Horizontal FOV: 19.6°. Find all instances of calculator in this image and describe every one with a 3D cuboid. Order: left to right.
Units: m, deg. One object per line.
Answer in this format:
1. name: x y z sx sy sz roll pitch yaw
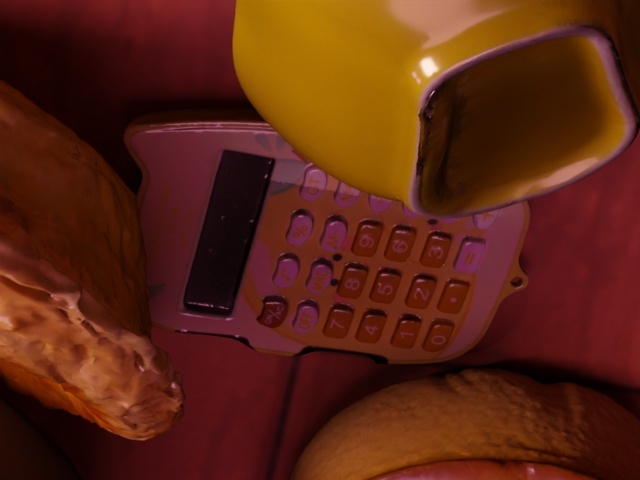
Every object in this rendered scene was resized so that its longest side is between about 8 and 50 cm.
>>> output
1. calculator: 0.000 0.000 1.006 0.236 0.033 0.157 11 125 -10

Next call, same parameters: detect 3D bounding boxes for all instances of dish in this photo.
1. dish: 0.074 -0.093 0.818 0.221 0.108 0.262 -19 154 -1

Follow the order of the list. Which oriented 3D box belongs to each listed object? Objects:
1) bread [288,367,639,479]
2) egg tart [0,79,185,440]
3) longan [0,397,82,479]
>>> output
1. bread: 0.091 0.200 1.079 0.270 0.148 0.270 0 126 0
2. egg tart: -0.182 -0.014 0.896 0.319 0.319 0.128 31 78 -21
3. longan: -0.294 0.226 0.971 0.404 0.336 0.404 -20 156 -9
